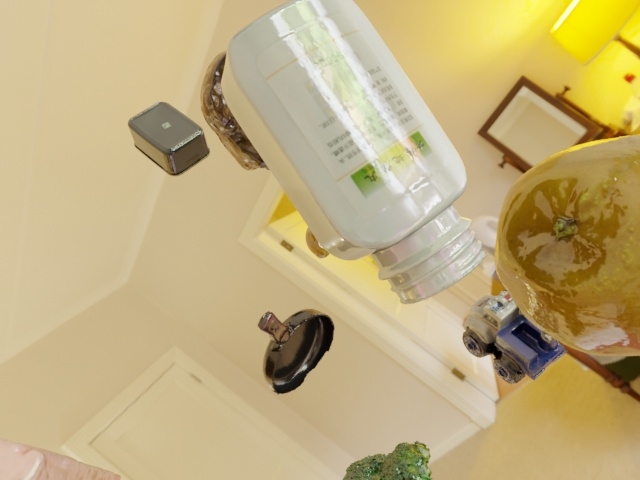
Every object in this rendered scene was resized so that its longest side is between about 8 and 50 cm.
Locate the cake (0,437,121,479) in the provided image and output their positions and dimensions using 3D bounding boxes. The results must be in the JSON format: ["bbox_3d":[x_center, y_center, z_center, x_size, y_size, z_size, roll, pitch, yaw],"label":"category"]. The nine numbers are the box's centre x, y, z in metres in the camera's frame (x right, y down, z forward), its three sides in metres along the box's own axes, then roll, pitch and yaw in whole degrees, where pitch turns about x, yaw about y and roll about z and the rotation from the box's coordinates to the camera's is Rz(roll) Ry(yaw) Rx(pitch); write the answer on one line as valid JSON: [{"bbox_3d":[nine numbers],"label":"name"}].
[{"bbox_3d":[-0.422,0.372,0.454,0.314,0.293,0.307,107,174,-56],"label":"cake"}]

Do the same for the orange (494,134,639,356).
[{"bbox_3d":[0.355,0.004,0.547,0.279,0.235,0.279,-29,48,39],"label":"orange"}]

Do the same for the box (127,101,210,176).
[{"bbox_3d":[-0.420,-0.286,1.223,0.144,0.201,0.090,-42,-22,-25],"label":"box"}]

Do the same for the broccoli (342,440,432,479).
[{"bbox_3d":[0.128,0.440,0.627,0.269,0.269,0.254,122,156,-45],"label":"broccoli"}]

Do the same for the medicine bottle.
[{"bbox_3d":[0.045,-0.092,0.484,0.179,0.324,0.124,-35,0,-23],"label":"medicine bottle"}]

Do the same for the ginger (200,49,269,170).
[{"bbox_3d":[-0.142,-0.282,0.952,0.200,0.269,0.223,-46,32,-8],"label":"ginger"}]

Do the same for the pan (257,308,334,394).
[{"bbox_3d":[-0.041,0.117,0.513,0.115,0.040,0.212,-56,-26,-15],"label":"pan"}]

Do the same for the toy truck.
[{"bbox_3d":[0.445,0.209,1.031,0.161,0.213,0.177,-33,-45,-15],"label":"toy truck"}]

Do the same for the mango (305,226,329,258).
[{"bbox_3d":[0.000,0.000,1.071,0.060,0.080,0.114,-36,33,28],"label":"mango"}]
